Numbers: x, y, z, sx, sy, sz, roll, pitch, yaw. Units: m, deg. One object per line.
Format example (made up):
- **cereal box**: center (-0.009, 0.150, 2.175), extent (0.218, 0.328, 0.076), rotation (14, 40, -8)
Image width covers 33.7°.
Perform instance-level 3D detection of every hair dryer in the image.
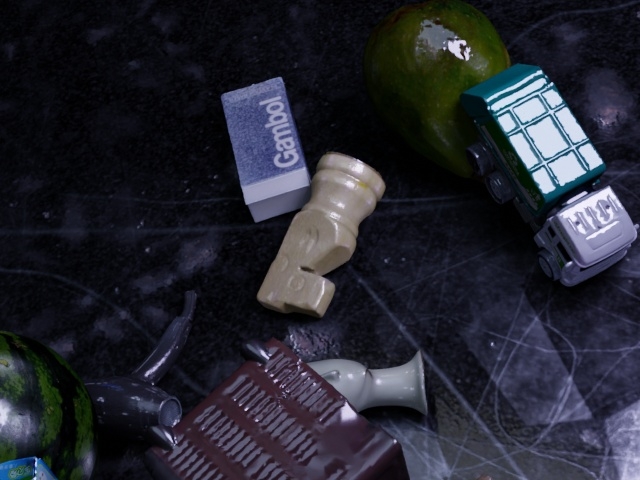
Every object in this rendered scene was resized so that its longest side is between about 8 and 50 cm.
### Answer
- **hair dryer**: center (-0.213, 0.136, 1.245), extent (0.195, 0.075, 0.219), rotation (5, 44, 31)

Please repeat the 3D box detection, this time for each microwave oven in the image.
- **microwave oven**: center (-0.033, 0.245, 0.979), extent (0.188, 0.247, 0.178), rotation (-40, 56, -15)

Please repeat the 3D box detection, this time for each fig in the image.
- **fig**: center (0.151, -0.177, 1.304), extent (0.195, 0.195, 0.245), rotation (-12, 72, 6)

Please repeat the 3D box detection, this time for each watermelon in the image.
- **watermelon**: center (-0.356, 0.218, 1.082), extent (0.269, 0.269, 0.269), rotation (-8, 51, 10)

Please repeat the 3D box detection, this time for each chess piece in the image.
- **chess piece**: center (0.000, 0.000, 1.277), extent (0.090, 0.090, 0.200), rotation (17, 70, 26)

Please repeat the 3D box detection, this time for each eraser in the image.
- **eraser**: center (-0.071, -0.124, 1.406), extent (0.092, 0.046, 0.212), rotation (-17, 51, 3)

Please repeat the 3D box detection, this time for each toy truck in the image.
- **toy truck**: center (0.253, -0.080, 1.189), extent (0.114, 0.124, 0.253), rotation (-28, 76, -6)

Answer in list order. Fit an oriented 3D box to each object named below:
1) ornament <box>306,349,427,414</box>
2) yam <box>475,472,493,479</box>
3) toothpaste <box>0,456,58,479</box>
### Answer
- **ornament**: center (0.035, 0.159, 1.134), extent (0.156, 0.081, 0.075), rotation (-6, 55, 5)
- **yam**: center (0.086, 0.329, 1.005), extent (0.046, 0.046, 0.264), rotation (33, 66, 34)
- **toothpaste**: center (-0.240, 0.285, 0.987), extent (0.065, 0.267, 0.050), rotation (-13, 51, 4)
